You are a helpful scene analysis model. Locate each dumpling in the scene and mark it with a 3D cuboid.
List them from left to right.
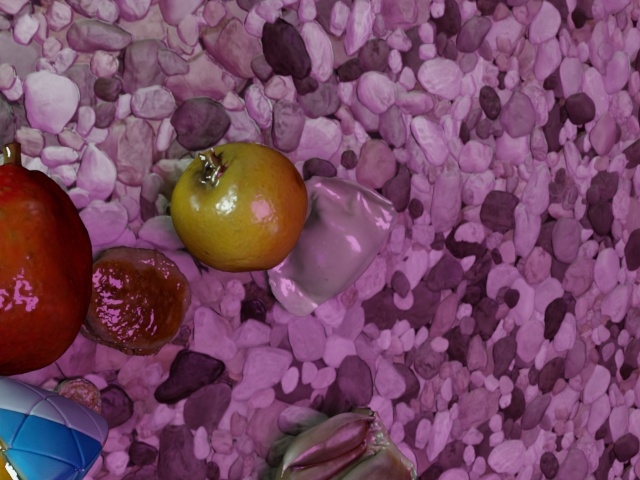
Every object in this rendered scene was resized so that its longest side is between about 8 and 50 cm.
[{"bbox_3d":[0.000,0.000,1.728,0.179,0.131,0.252,39,95,-14],"label":"dumpling"}]

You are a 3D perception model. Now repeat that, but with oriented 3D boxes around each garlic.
[{"bbox_3d":[0.045,0.422,1.760,0.292,0.210,0.237,-40,125,-35],"label":"garlic"}]

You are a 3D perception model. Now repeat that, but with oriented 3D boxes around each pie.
[{"bbox_3d":[-0.363,0.244,1.543,0.084,0.021,0.084,-3,96,-33],"label":"pie"},{"bbox_3d":[-0.279,0.090,1.549,0.193,0.079,0.163,15,84,-37],"label":"pie"}]

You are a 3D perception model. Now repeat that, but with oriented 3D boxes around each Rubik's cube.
[{"bbox_3d":[-0.403,0.323,1.454,0.254,0.254,0.254,-6,101,-36],"label":"Rubik's cube"}]

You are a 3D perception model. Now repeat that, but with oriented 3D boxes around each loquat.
[{"bbox_3d":[-0.119,-0.051,1.561,0.208,0.208,0.208,-6,101,-36],"label":"loquat"}]

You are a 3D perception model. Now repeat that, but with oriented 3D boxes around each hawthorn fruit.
[{"bbox_3d":[-0.422,0.022,1.332,0.265,0.265,0.307,11,73,-37],"label":"hawthorn fruit"}]
